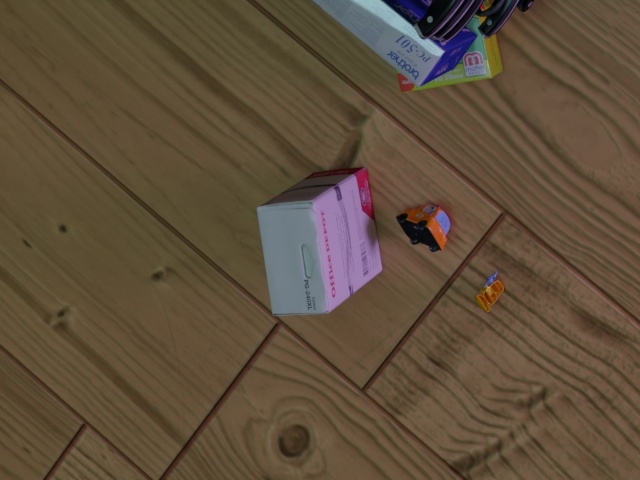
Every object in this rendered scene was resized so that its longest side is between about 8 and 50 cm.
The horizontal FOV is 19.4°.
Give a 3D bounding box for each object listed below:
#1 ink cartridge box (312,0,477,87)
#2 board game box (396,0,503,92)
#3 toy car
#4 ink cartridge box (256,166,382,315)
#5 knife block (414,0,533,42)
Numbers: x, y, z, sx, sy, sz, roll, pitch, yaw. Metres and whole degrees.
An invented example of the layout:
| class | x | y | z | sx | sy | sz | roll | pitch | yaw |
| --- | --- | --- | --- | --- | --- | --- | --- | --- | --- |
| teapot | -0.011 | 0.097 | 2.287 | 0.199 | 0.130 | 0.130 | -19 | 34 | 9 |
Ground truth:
| class | x | y | z | sx | sy | sz | roll | pitch | yaw |
| --- | --- | --- | --- | --- | --- | --- | --- | --- | --- |
| ink cartridge box | 0.037 | -0.226 | 1.699 | 0.207 | 0.097 | 0.046 | 41 | 115 | 9 |
| board game box | 0.105 | -0.236 | 1.748 | 0.092 | 0.043 | 0.181 | -8 | 101 | 24 |
| toy car | 0.128 | 0.011 | 1.822 | 0.040 | 0.060 | 0.122 | -45 | 106 | -17 |
| ink cartridge box | 0.000 | 0.000 | 1.796 | 0.063 | 0.150 | 0.109 | -3 | 103 | 23 |
| knife block | 0.161 | -0.299 | 1.581 | 0.088 | 0.242 | 0.276 | 45 | 160 | 24 |
